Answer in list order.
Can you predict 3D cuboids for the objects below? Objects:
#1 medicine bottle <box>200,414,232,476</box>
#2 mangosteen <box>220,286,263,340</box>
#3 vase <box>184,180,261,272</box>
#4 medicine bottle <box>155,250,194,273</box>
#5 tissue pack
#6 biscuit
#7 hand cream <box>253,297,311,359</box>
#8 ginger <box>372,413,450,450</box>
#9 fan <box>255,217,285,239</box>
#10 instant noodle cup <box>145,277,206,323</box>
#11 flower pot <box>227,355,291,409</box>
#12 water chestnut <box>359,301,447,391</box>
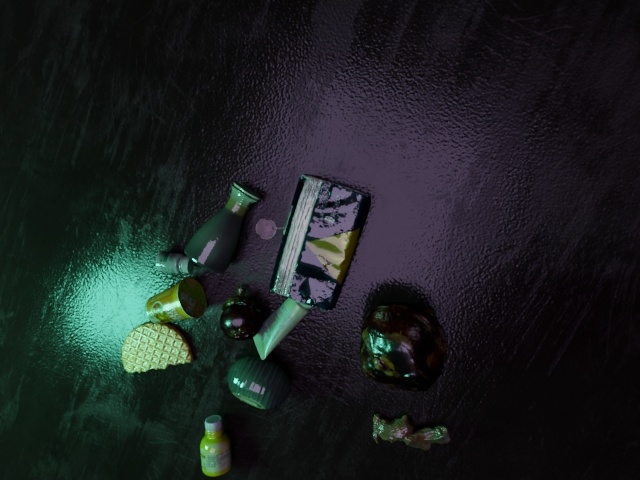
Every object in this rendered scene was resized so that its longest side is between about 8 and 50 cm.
[{"bbox_3d":[-0.426,0.823,1.653,0.122,0.122,0.212,-2,97,8],"label":"medicine bottle"},{"bbox_3d":[-0.305,0.293,1.560,0.173,0.184,0.172,-17,131,-21],"label":"mangosteen"},{"bbox_3d":[-0.352,-0.054,1.516,0.173,0.173,0.321,32,94,3],"label":"vase"},{"bbox_3d":[-0.567,0.088,1.597,0.131,0.080,0.080,6,98,7],"label":"medicine bottle"},{"bbox_3d":[0.000,0.000,1.413,0.254,0.264,0.416,19,99,4],"label":"tissue pack"},{"bbox_3d":[-0.688,0.436,1.680,0.309,0.040,0.204,-11,96,9],"label":"biscuit"},{"bbox_3d":[-0.142,0.302,1.553,0.306,0.147,0.093,-44,133,8],"label":"hand cream"},{"bbox_3d":[0.344,0.734,1.565,0.291,0.084,0.122,5,76,11],"label":"ginger"},{"bbox_3d":[-0.185,-0.046,1.564,0.134,0.005,0.085,-4,96,9],"label":"fan"},{"bbox_3d":[-0.569,0.246,1.590,0.185,0.168,0.168,-19,94,17],"label":"instant noodle cup"},{"bbox_3d":[-0.235,0.541,1.553,0.243,0.189,0.157,21,58,9],"label":"flower pot"},{"bbox_3d":[0.295,0.346,1.430,0.336,0.347,0.335,23,140,21],"label":"water chestnut"}]
